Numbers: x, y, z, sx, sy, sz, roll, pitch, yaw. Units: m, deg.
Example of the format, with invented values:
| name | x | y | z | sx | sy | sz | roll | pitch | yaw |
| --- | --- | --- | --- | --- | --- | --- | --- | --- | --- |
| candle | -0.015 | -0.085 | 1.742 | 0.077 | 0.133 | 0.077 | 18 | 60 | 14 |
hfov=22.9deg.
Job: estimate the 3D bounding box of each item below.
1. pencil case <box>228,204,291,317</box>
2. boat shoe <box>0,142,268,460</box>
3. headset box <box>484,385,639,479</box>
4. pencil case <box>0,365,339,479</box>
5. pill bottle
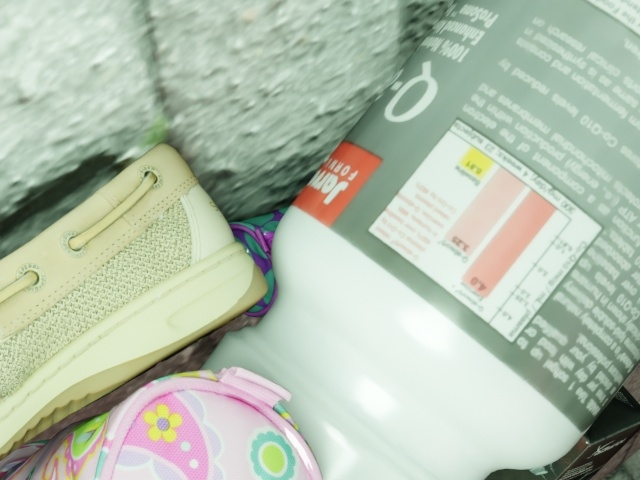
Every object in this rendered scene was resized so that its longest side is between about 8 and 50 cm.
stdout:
| name | x | y | z | sx | sy | sz | roll | pitch | yaw |
| --- | --- | --- | --- | --- | --- | --- | --- | --- | --- |
| pencil case | 0.000 | 0.000 | 1.009 | 0.151 | 0.064 | 0.070 | -21 | 166 | -43 |
| boat shoe | -0.182 | 0.058 | 0.746 | 0.341 | 0.110 | 0.121 | -30 | 180 | -37 |
| headset box | 0.087 | 0.167 | 1.292 | 0.110 | 0.218 | 0.293 | -10 | 145 | -52 |
| pencil case | -0.097 | 0.141 | 0.815 | 0.124 | 0.124 | 0.284 | -29 | 179 | -29 |
| pill bottle | 0.104 | -0.005 | 0.888 | 0.363 | 0.210 | 0.210 | -51 | 160 | -3 |
